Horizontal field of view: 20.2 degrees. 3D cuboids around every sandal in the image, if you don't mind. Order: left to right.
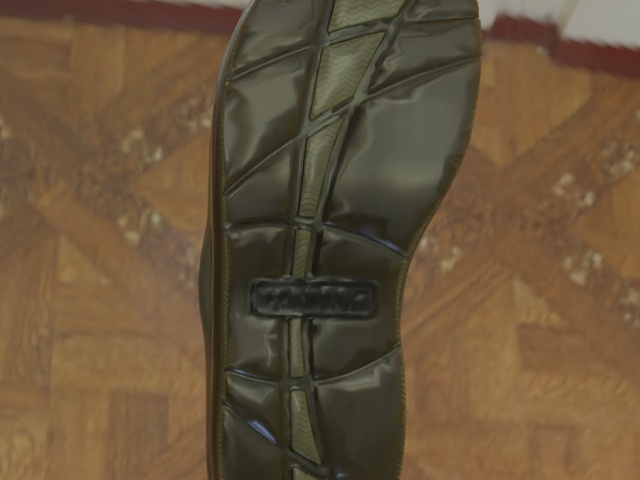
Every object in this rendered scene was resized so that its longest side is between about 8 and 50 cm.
[{"bbox_3d":[0.000,0.000,0.619,0.090,0.060,0.219,3,95,-16],"label":"sandal"}]
